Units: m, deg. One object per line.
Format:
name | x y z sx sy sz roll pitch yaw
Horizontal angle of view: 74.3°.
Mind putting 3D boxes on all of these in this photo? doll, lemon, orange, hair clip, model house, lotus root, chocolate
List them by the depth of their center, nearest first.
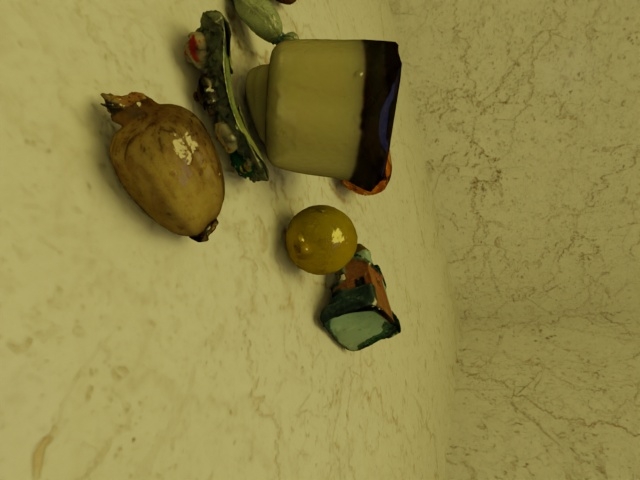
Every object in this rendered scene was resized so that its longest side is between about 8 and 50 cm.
lotus root | -0.223 -0.111 0.647 0.154 0.140 0.256 -63 143 -41
hair clip | -0.190 -0.259 0.817 0.091 0.138 0.321 -21 106 -19
chocolate | -0.014 -0.284 0.941 0.326 0.297 0.313 -117 -153 -59
doll | -0.139 -0.509 0.965 0.214 0.071 0.103 38 -1 -7
lemon | 0.000 0.000 1.034 0.206 0.174 0.173 -16 97 -61
model house | 0.110 0.142 1.242 0.253 0.185 0.291 46 32 -47
orange | 0.147 -0.259 1.405 0.234 0.182 0.234 49 29 -41

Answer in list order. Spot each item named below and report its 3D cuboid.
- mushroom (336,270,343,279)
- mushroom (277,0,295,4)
mushroom | 0.061 0.026 1.285 0.060 0.061 0.186 -14 99 -66
mushroom | -0.104 -0.705 1.143 0.109 0.085 0.126 -38 125 -21
